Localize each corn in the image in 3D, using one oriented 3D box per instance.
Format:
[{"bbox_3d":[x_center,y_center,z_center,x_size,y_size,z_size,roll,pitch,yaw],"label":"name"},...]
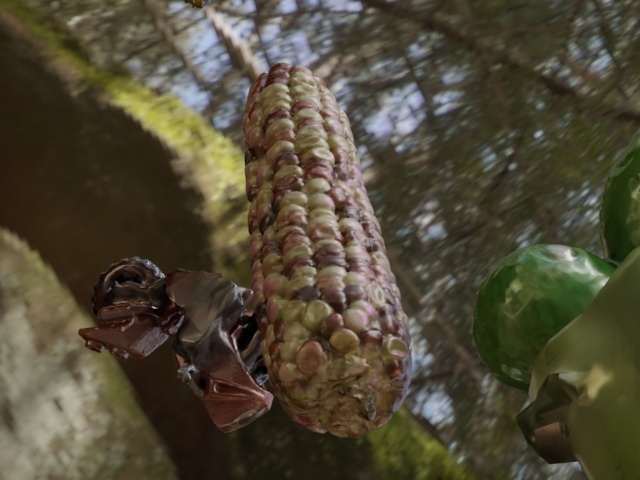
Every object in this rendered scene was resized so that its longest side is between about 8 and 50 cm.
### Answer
[{"bbox_3d":[0.000,0.000,1.146,0.092,0.280,0.092,-4,-43,-4],"label":"corn"}]

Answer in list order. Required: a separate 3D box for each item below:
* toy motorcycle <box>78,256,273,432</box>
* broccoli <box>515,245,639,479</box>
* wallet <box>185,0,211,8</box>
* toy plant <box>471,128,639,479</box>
[{"bbox_3d":[-0.103,0.082,1.450,0.213,0.084,0.118,13,-108,29],"label":"toy motorcycle"},{"bbox_3d":[0.146,0.081,0.305,0.235,0.260,0.288,13,-66,4],"label":"broccoli"},{"bbox_3d":[-0.154,-0.291,1.376,0.241,0.067,0.141,39,-33,12],"label":"wallet"},{"bbox_3d":[0.211,0.053,1.076,0.218,0.175,0.235,-29,-105,-16],"label":"toy plant"}]
